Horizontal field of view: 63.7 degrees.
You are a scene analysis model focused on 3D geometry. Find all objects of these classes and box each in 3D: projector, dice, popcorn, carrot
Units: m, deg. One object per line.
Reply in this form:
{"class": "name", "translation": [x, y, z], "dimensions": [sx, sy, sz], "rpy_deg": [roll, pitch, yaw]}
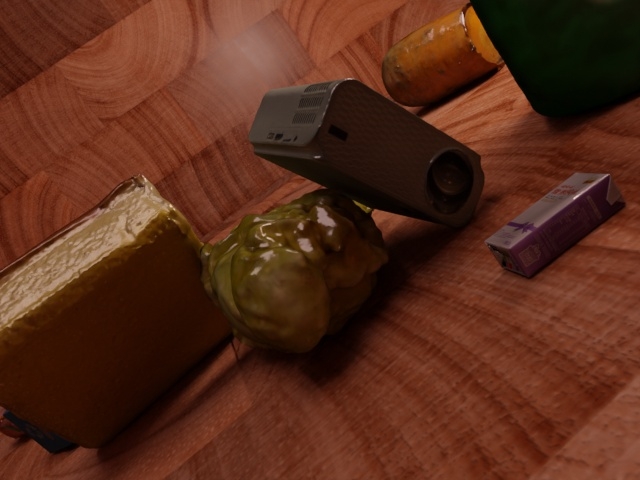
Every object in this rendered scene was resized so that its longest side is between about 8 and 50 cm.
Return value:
{"class": "projector", "translation": [0.059, -0.113, 0.669], "dimensions": [0.198, 0.251, 0.108], "rpy_deg": [22, 90, 60]}
{"class": "dice", "translation": [0.381, -0.369, 0.720], "dimensions": [0.300, 0.297, 0.287], "rpy_deg": [-29, 11, 27]}
{"class": "popcorn", "translation": [-0.027, 0.028, 0.649], "dimensions": [0.225, 0.173, 0.286], "rpy_deg": [-36, 11, -21]}
{"class": "carrot", "translation": [0.344, -0.528, 1.503], "dimensions": [0.224, 0.224, 0.341], "rpy_deg": [-46, 16, -34]}

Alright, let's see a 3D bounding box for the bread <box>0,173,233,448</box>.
{"class": "bread", "translation": [-0.295, 0.115, 0.750], "dimensions": [0.333, 0.323, 0.143], "rpy_deg": [-40, 56, -19]}

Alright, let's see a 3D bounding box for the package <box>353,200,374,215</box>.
{"class": "package", "translation": [0.000, 0.000, 0.847], "dimensions": [0.226, 0.090, 0.168], "rpy_deg": [-25, 21, 28]}

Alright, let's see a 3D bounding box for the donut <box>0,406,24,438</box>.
{"class": "donut", "translation": [-0.662, 0.378, 1.215], "dimensions": [0.233, 0.085, 0.199], "rpy_deg": [-18, 22, 52]}

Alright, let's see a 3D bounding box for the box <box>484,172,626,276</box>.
{"class": "box", "translation": [0.217, -0.016, 0.481], "dimensions": [0.117, 0.036, 0.050], "rpy_deg": [-35, 13, -2]}

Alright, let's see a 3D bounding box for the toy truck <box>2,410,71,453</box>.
{"class": "toy truck", "translation": [-0.461, 0.250, 1.027], "dimensions": [0.175, 0.146, 0.367], "rpy_deg": [-38, 13, 11]}
